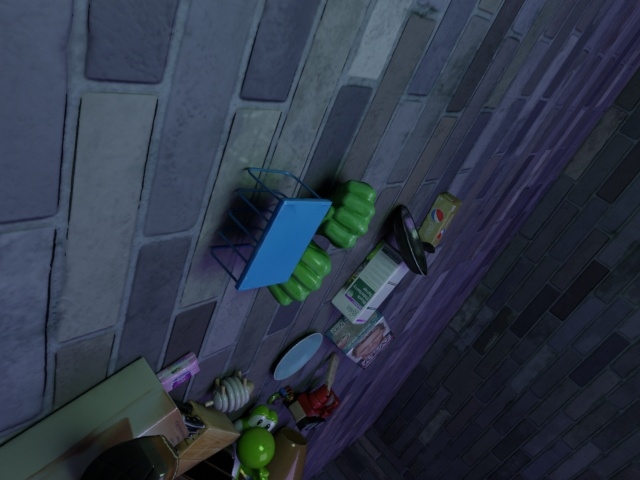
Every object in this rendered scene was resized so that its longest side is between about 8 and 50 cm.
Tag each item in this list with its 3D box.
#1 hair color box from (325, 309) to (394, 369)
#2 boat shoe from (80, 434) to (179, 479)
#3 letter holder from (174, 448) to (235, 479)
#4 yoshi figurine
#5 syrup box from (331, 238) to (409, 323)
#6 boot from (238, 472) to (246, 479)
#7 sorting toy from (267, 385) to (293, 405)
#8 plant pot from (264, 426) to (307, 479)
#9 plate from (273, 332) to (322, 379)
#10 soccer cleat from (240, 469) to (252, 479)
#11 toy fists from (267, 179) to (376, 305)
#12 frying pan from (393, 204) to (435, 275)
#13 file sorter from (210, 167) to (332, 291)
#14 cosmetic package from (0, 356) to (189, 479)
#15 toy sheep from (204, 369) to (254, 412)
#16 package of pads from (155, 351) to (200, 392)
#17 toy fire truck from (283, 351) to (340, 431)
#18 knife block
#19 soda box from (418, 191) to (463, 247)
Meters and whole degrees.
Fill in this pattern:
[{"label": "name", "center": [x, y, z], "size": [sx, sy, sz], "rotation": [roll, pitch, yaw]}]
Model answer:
[{"label": "hair color box", "center": [0.147, 0.332, 1.569], "size": [0.174, 0.105, 0.347], "rotation": [-45, 153, -6]}, {"label": "boat shoe", "center": [-0.306, 0.408, 0.714], "size": [0.324, 0.122, 0.120], "rotation": [-51, 159, 23]}, {"label": "letter holder", "center": [-0.309, 0.716, 1.188], "size": [0.302, 0.214, 0.152], "rotation": [-68, 170, 14]}, {"label": "yoshi figurine", "center": [-0.255, 0.652, 1.317], "size": [0.362, 0.203, 0.203], "rotation": [-52, 147, 2]}, {"label": "syrup box", "center": [0.148, 0.121, 1.295], "size": [0.237, 0.093, 0.096], "rotation": [-51, 154, 7]}, {"label": "boot", "center": [-0.311, 0.820, 1.533], "size": [0.084, 0.158, 0.059], "rotation": [-42, -166, 0]}, {"label": "sorting toy", "center": [-0.123, 0.516, 1.487], "size": [0.102, 0.042, 0.061], "rotation": [-19, 142, -43]}, {"label": "plant pot", "center": [-0.156, 0.865, 1.743], "size": [0.254, 0.237, 0.237], "rotation": [-63, 153, 1]}, {"label": "plate", "center": [-0.071, 0.338, 1.345], "size": [0.188, 0.024, 0.188], "rotation": [-35, 152, -22]}, {"label": "soccer cleat", "center": [-0.332, 0.836, 1.594], "size": [0.289, 0.093, 0.121], "rotation": [-29, 118, -24]}, {"label": "toy fists", "center": [0.000, 0.000, 0.858], "size": [0.096, 0.142, 0.279], "rotation": [41, 93, -19]}, {"label": "frying pan", "center": [0.259, -0.012, 1.265], "size": [0.053, 0.197, 0.326], "rotation": [-18, -172, 20]}, {"label": "file sorter", "center": [-0.087, -0.021, 0.740], "size": [0.118, 0.104, 0.170], "rotation": [-6, 132, -54]}, {"label": "cosmetic package", "center": [-0.394, 0.359, 0.774], "size": [0.296, 0.129, 0.153], "rotation": [-32, 151, -27]}, {"label": "toy sheep", "center": [-0.222, 0.374, 1.105], "size": [0.132, 0.091, 0.091], "rotation": [-8, 136, -33]}, {"label": "package of pads", "center": [-0.286, 0.266, 0.916], "size": [0.083, 0.032, 0.050], "rotation": [-32, 148, -28]}, {"label": "toy fire truck", "center": [0.009, 0.546, 1.639], "size": [0.246, 0.158, 0.217], "rotation": [-38, 153, 3]}, {"label": "knife block", "center": [-0.292, 0.439, 1.078], "size": [0.275, 0.088, 0.242], "rotation": [-13, 138, -48]}, {"label": "soda box", "center": [0.362, -0.058, 1.406], "size": [0.058, 0.061, 0.181], "rotation": [-19, 142, -44]}]
